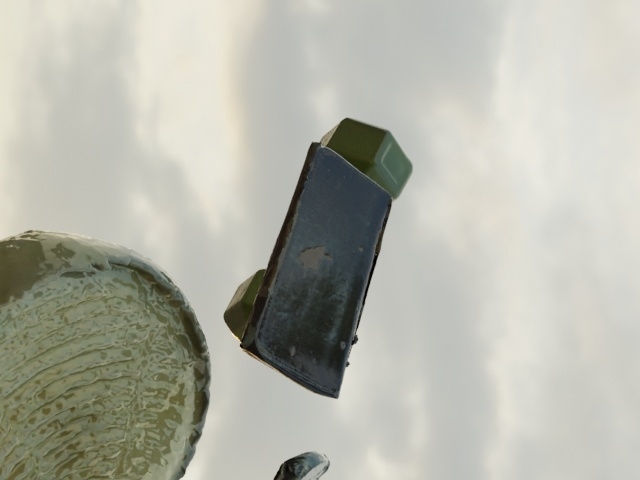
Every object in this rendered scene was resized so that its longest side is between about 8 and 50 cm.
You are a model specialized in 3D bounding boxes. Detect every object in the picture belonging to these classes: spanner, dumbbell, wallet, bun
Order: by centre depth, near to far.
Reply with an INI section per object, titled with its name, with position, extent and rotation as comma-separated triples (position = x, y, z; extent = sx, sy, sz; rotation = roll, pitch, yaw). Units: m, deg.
[spanner]
position = -0.114, 0.298, 1.591
extent = 0.026, 0.325, 0.093
rotation = 45, -26, 22
[bun]
position = -0.289, 0.147, 1.606
extent = 0.202, 0.364, 0.364
rotation = 31, -61, 42
[wallet]
position = -0.002, 0.030, 1.653
extent = 0.031, 0.122, 0.232
rotation = -11, -127, 46
[dumbbell]
position = 0.000, 0.000, 1.932
extent = 0.108, 0.121, 0.302
rotation = -1, -130, 41
